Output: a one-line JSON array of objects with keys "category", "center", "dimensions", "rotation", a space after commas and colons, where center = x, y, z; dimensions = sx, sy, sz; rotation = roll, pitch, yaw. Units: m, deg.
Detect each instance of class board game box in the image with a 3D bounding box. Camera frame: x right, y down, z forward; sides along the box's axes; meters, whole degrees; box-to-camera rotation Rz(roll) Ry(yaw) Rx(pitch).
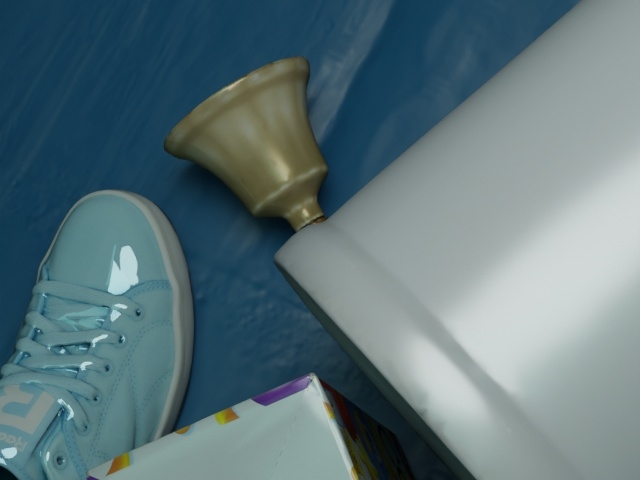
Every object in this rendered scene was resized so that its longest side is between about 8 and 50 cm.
[{"category": "board game box", "center": [-0.013, 0.192, 0.838], "dimensions": [0.144, 0.275, 0.142], "rotation": [-24, 71, 5]}]

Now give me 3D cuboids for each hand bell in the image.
[{"category": "hand bell", "center": [0.000, 0.000, 0.996], "dimensions": [0.126, 0.126, 0.242], "rotation": [-32, 84, 2]}]

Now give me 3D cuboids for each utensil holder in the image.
[{"category": "utensil holder", "center": [0.217, 0.004, 0.819], "dimensions": [0.385, 0.327, 0.327], "rotation": [-42, 71, -4]}]

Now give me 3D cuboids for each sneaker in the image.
[{"category": "sneaker", "center": [-0.182, 0.127, 0.959], "dimensions": [0.135, 0.150, 0.366], "rotation": [5, 76, 13]}]
